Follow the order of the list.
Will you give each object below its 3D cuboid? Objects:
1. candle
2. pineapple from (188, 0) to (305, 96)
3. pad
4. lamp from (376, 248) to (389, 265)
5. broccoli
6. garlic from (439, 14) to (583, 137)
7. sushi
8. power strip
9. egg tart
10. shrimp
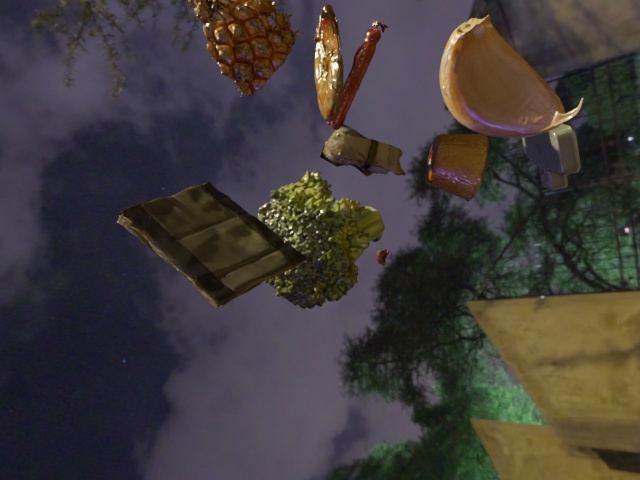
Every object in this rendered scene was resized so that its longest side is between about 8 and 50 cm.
[{"bbox_3d":[0.102,-0.485,1.481,0.048,0.051,0.329,13,-76,-53],"label":"candle"},{"bbox_3d":[-0.207,-0.630,1.426,0.286,0.209,0.344,41,-141,-38],"label":"pineapple"},{"bbox_3d":[-0.157,-0.005,0.723,0.174,0.233,0.022,-27,-37,-43],"label":"pad"},{"bbox_3d":[0.223,0.058,1.819,0.083,0.031,0.063,15,-103,-64],"label":"lamp"},{"bbox_3d":[-0.015,-0.003,0.982,0.260,0.288,0.235,-47,-47,-2],"label":"broccoli"},{"bbox_3d":[0.310,-0.264,0.868,0.245,0.164,0.145,43,-119,7],"label":"garlic"},{"bbox_3d":[0.146,-0.264,1.536,0.134,0.272,0.109,-64,0,-5],"label":"sushi"},{"bbox_3d":[0.638,-0.235,1.394,0.265,0.059,0.194,-89,-19,-69],"label":"power strip"},{"bbox_3d":[0.394,-0.225,1.480,0.202,0.147,0.203,11,-90,-86],"label":"egg tart"},{"bbox_3d":[0.022,-0.399,1.087,0.062,0.154,0.295,-2,-110,-11],"label":"shrimp"}]
